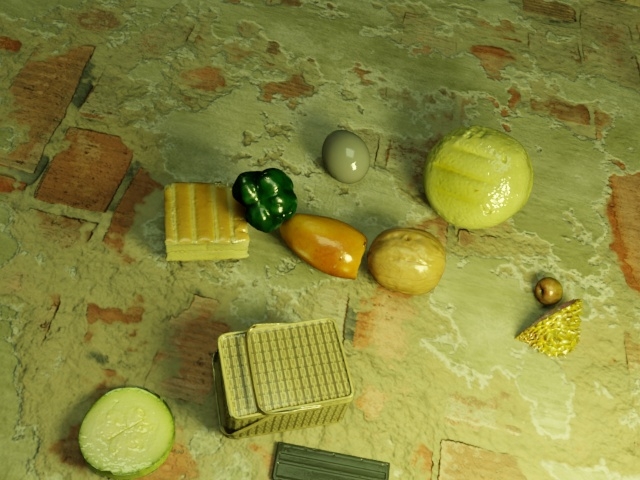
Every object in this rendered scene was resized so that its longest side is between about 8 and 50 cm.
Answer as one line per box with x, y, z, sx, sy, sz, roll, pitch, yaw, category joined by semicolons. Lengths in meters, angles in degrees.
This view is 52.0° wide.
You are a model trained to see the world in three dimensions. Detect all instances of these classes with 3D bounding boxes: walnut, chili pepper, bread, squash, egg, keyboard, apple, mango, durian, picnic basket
0.239;0.055;1.836;0.222;0.195;0.195;7;53;5;walnut
-0.148;-0.121;1.819;0.165;0.261;0.174;-37;90;7;chili pepper
0.468;-0.187;1.974;0.320;0.320;0.237;42;35;20;bread
-0.446;0.446;1.527;0.219;0.041;0.219;7;50;-9;squash
0.079;-0.266;2.058;0.146;0.146;0.198;-7;48;-14;egg
0.080;0.550;1.543;0.381;0.041;0.103;8;54;4;keyboard
0.664;0.147;1.902;0.071;0.084;0.084;4;54;-17;apple
-0.324;-0.061;1.866;0.239;0.111;0.246;-1;52;-14;bread
0.000;0.000;1.861;0.257;0.138;0.187;19;41;-3;mango
0.655;0.235;1.824;0.182;0.165;0.132;5;18;-34;durian
-0.096;0.331;1.580;0.313;0.175;0.228;-6;56;-13;picnic basket
